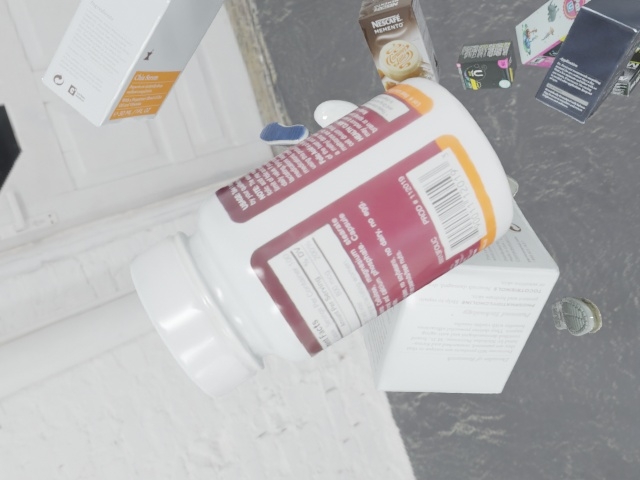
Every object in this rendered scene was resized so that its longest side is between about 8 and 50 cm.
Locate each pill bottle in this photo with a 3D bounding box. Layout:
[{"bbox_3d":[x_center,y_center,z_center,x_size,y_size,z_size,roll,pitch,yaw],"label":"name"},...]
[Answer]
[{"bbox_3d":[0.000,0.000,0.718,0.224,0.392,0.224,58,175,8],"label":"pill bottle"}]

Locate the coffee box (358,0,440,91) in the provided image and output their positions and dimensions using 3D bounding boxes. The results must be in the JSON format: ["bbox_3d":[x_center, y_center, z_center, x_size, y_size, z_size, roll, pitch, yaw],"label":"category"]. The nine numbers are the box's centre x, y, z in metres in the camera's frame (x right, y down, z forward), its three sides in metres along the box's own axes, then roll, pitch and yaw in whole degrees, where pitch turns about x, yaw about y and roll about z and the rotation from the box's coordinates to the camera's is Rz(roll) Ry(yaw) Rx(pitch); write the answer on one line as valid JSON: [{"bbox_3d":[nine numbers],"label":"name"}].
[{"bbox_3d":[0.204,-0.494,1.560,0.141,0.098,0.246,-8,135,25],"label":"coffee box"}]

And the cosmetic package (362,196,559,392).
[{"bbox_3d":[0.293,0.112,1.466,0.329,0.328,0.393,-99,15,-52],"label":"cosmetic package"}]

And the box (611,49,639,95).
[{"bbox_3d":[0.734,-0.447,1.588,0.191,0.184,0.045,22,140,36],"label":"box"}]

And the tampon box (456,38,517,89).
[{"bbox_3d":[0.544,-0.571,2.001,0.161,0.101,0.120,5,148,31],"label":"tampon box"}]

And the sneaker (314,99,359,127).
[{"bbox_3d":[0.131,-0.329,1.868,0.108,0.293,0.169,-63,28,23],"label":"sneaker"}]

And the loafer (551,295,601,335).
[{"bbox_3d":[0.622,0.172,1.460,0.088,0.251,0.094,-10,86,6],"label":"loafer"}]

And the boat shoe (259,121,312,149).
[{"bbox_3d":[-0.090,-0.270,1.641,0.183,0.066,0.066,16,76,45],"label":"boat shoe"}]

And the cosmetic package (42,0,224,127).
[{"bbox_3d":[-0.348,-0.464,1.256,0.161,0.230,0.453,39,112,3],"label":"cosmetic package"}]

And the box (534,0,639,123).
[{"bbox_3d":[0.438,-0.295,0.973,0.093,0.156,0.158,34,134,18],"label":"box"}]

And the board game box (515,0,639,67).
[{"bbox_3d":[0.590,-0.458,1.252,0.303,0.224,0.097,149,117,-66],"label":"board game box"}]

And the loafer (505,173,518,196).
[{"bbox_3d":[0.508,-0.164,1.907,0.111,0.320,0.112,35,119,52],"label":"loafer"}]
